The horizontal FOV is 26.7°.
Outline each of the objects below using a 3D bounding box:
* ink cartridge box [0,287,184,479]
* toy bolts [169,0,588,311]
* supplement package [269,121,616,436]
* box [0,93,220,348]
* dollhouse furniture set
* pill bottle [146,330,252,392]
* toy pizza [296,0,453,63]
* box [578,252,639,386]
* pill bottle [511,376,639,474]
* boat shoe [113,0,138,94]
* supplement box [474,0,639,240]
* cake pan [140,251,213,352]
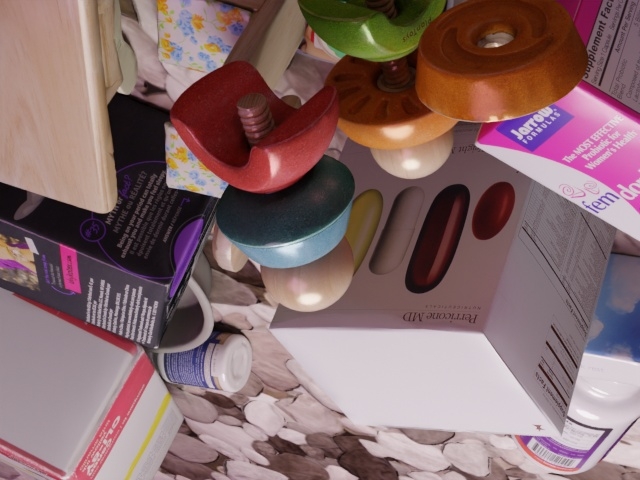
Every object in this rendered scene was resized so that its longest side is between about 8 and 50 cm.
[{"bbox_3d":[-0.326,0.173,1.529,0.279,0.160,0.385,24,164,9],"label":"ink cartridge box"},{"bbox_3d":[0.045,-0.053,0.837,0.218,0.228,0.158,27,146,42],"label":"toy bolts"},{"bbox_3d":[0.102,0.027,1.066,0.194,0.203,0.149,-2,142,35],"label":"supplement package"},{"bbox_3d":[-0.235,-0.043,1.213,0.270,0.165,0.143,23,150,0],"label":"box"},{"bbox_3d":[-0.220,-0.145,0.888,0.362,0.256,0.394,17,141,11],"label":"dollhouse furniture set"},{"bbox_3d":[-0.144,0.133,1.536,0.120,0.067,0.067,6,146,26],"label":"pill bottle"},{"bbox_3d":[-0.004,-0.187,0.961,0.201,0.032,0.201,16,150,10],"label":"toy pizza"},{"bbox_3d":[0.222,0.060,1.132,0.178,0.109,0.042,9,144,23],"label":"box"},{"bbox_3d":[0.245,0.134,1.239,0.108,0.108,0.193,20,150,3],"label":"pill bottle"},{"bbox_3d":[-0.185,-0.168,1.101,0.043,0.049,0.137,16,154,15],"label":"boat shoe"},{"bbox_3d":[0.233,-0.075,0.907,0.220,0.114,0.111,29,150,-9],"label":"supplement box"},{"bbox_3d":[-0.241,0.020,1.431,0.293,0.054,0.293,17,150,10],"label":"cake pan"}]
